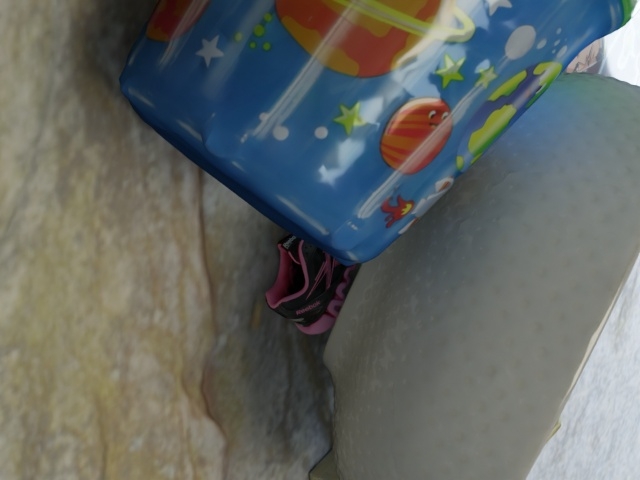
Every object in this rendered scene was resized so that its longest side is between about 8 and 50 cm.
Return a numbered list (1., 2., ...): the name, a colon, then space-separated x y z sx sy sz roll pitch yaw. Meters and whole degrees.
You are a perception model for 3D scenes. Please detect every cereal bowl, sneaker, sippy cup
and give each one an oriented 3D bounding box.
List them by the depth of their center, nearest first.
1. sippy cup: 0.021 -0.117 0.796 0.224 0.240 0.305 -53 134 -2
2. cereal bowl: 0.098 0.036 0.967 0.339 0.141 0.339 -63 176 -9
3. sneaker: 0.000 0.000 0.971 0.057 0.047 0.119 22 88 -43

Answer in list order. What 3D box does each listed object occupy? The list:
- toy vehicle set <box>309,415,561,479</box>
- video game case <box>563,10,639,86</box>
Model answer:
1. toy vehicle set: 0.099 0.162 1.186 0.267 0.035 0.166 -41 137 -33
2. video game case: 0.226 -0.128 1.205 0.248 0.035 0.275 -2 109 -52
